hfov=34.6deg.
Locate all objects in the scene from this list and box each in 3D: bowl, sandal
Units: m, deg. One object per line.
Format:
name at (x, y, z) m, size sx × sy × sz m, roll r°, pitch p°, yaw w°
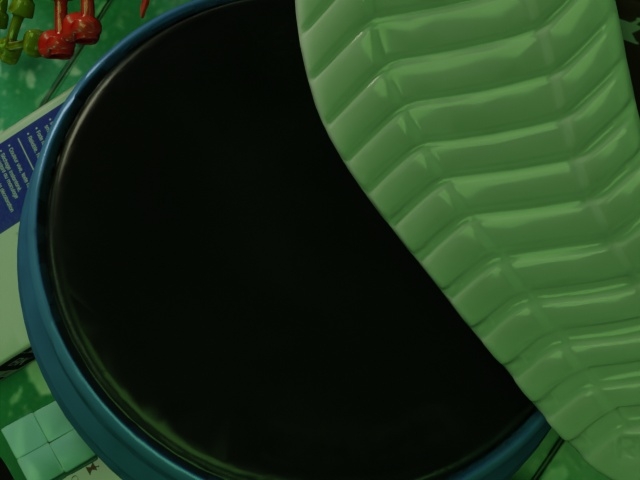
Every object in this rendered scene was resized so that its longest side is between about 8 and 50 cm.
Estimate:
bowl at (0.000, 0.000, 0.676) m, size 0.391 × 0.077 × 0.391 m, roll 3°, pitch 69°, yaw -8°
sandal at (0.113, -0.045, 0.593) m, size 0.169 × 0.102 × 0.416 m, roll -24°, pitch 98°, yaw 17°

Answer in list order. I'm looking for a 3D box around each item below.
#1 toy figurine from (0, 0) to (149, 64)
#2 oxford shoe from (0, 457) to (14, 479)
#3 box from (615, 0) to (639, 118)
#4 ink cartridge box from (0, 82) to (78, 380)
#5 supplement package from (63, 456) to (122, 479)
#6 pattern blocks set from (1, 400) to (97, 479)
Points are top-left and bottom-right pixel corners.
toy figurine at (-0.106, -0.230, 0.781) m, size 0.363 × 0.217 × 0.191 m, roll 1°, pitch 93°, yaw 57°
oxford shoe at (-0.200, 0.256, 0.747) m, size 0.098 × 0.097 × 0.271 m, roll -8°, pitch 114°, yaw 19°
box at (0.270, -0.152, 0.631) m, size 0.169 × 0.167 × 0.203 m, roll 25°, pitch 69°, yaw 13°
ink cartridge box at (-0.220, -0.007, 0.824) m, size 0.333 × 0.065 × 0.165 m, roll -30°, pitch 79°, yaw 11°
supplement package at (-0.096, 0.173, 0.757) m, size 0.179 × 0.105 × 0.105 m, roll -38°, pitch 76°, yaw 7°
pattern blocks set at (-0.025, 0.113, 0.684) m, size 0.325 × 0.026 × 0.285 m, roll -38°, pitch 78°, yaw -20°
